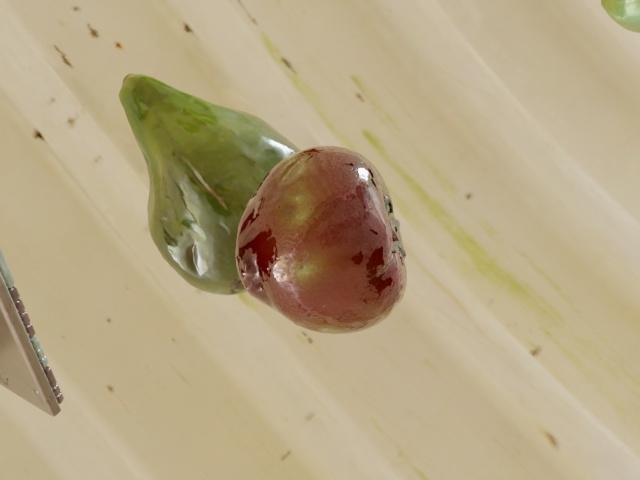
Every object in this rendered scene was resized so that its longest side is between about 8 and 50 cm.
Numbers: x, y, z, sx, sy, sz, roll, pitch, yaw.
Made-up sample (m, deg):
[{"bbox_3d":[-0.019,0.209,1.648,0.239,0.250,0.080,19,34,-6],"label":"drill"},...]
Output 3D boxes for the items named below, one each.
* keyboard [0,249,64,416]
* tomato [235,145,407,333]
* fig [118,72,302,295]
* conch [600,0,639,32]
[{"bbox_3d":[-0.169,0.023,0.478,0.017,0.055,0.166,-46,-35,-35],"label":"keyboard"},{"bbox_3d":[0.000,0.000,0.439,0.075,0.087,0.087,-15,-47,12],"label":"tomato"},{"bbox_3d":[-0.123,-0.080,1.077,0.206,0.206,0.275,-39,-75,-14],"label":"fig"},{"bbox_3d":[0.330,-0.252,0.949,0.201,0.079,0.095,-10,-30,-53],"label":"conch"}]
